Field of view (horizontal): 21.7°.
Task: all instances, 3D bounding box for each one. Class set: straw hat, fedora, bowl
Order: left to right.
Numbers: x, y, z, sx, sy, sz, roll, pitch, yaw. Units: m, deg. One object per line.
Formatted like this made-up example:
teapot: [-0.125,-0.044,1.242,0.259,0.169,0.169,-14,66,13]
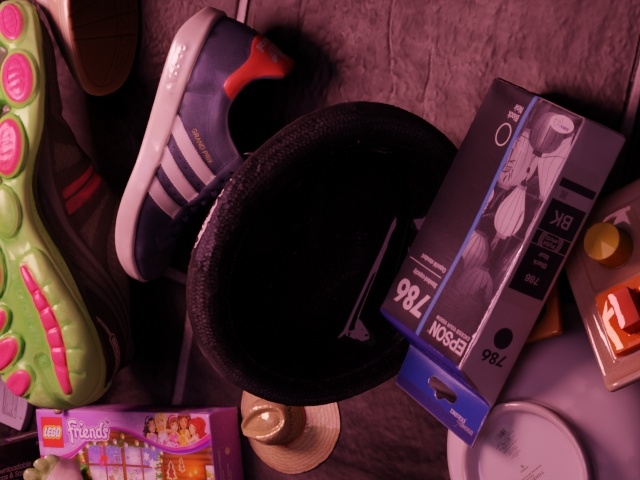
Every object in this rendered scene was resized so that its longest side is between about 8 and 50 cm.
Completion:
straw hat: [-0.053,0.203,1.886,0.144,0.061,0.145,6,100,36]
fedora: [0.000,0.000,1.734,0.152,0.334,0.334,-131,52,-62]
bowl: [0.232,0.216,1.627,0.297,0.134,0.298,5,99,36]

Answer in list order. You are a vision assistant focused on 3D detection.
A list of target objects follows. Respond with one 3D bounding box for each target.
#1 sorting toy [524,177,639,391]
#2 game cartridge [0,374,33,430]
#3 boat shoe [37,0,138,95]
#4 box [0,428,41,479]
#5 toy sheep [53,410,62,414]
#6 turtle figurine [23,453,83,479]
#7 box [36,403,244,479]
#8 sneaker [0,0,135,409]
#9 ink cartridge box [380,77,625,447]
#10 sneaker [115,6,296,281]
sorting toy: [0.307,0.020,1.529,0.347,0.047,0.196,-29,55,24]
game cartridge: [-0.397,0.203,2.177,0.056,0.017,0.083,19,107,38]
boat shoe: [-0.297,-0.320,1.970,0.098,0.109,0.302,1,109,45]
box: [-0.388,0.329,2.122,0.029,0.116,0.162,3,98,35]
toy sheep: [-0.320,0.151,2.067,0.091,0.091,0.132,-19,56,37]
turtle figurine: [-0.319,0.390,1.931,0.266,0.274,0.198,-126,21,-44]
box: [-0.218,0.302,2.025,0.293,0.057,0.201,-4,93,37]
sneaker: [-0.334,-0.043,1.975,0.185,0.202,0.483,-10,91,24]
ink cartridge box: [0.159,0.018,1.617,0.165,0.065,0.333,35,103,57]
sneaker: [-0.124,-0.081,1.874,0.148,0.131,0.350,24,123,6]
